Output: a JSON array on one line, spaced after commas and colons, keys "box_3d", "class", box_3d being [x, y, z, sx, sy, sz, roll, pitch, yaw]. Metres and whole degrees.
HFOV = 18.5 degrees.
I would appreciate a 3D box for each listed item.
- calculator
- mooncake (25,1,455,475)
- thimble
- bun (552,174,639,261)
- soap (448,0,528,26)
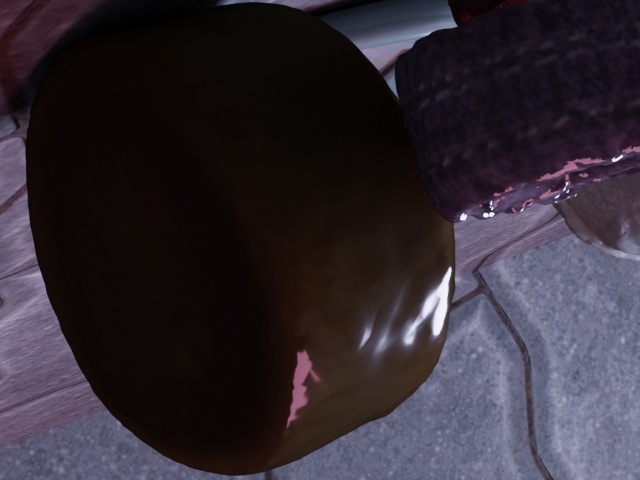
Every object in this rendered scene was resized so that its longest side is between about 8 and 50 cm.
[{"box_3d": [0.000, -0.120, 1.395, 0.295, 0.042, 0.184, -15, 170, -29], "class": "calculator"}, {"box_3d": [-0.048, -0.005, 1.186, 0.155, 0.284, 0.284, -24, 175, -35], "class": "mooncake"}, {"box_3d": [0.118, -0.072, 1.054, 0.150, 0.097, 0.150, -15, 174, -2], "class": "thimble"}, {"box_3d": [0.365, -0.091, 1.833, 0.362, 0.211, 0.362, -17, -169, 4], "class": "bun"}, {"box_3d": [0.169, -0.198, 1.092, 0.289, 0.112, 0.182, -15, 168, -32], "class": "soap"}]
